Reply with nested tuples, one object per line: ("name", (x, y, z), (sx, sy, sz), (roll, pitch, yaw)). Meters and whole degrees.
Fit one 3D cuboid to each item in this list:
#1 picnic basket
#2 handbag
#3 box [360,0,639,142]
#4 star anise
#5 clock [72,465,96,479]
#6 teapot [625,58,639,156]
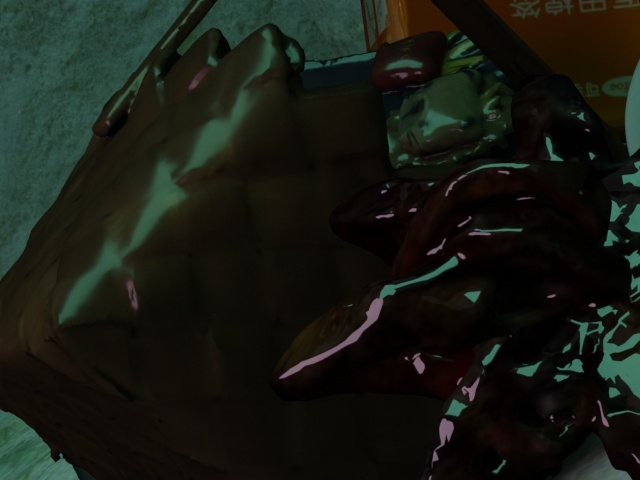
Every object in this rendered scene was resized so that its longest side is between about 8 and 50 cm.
("picnic basket", (0.000, 0.000, 0.870), (0.321, 0.254, 0.291), (-52, 14, -21))
("handbag", (-0.005, -0.021, 1.164), (0.329, 0.122, 0.303), (-14, 32, 16))
("box", (0.145, -0.234, 1.391), (0.225, 0.341, 0.143), (-7, -6, -11))
("star anise", (0.104, 0.006, 0.634), (0.272, 0.102, 0.272), (-9, 47, 10))
("clock", (-0.040, 0.068, 1.377), (0.386, 0.076, 0.386), (-31, 7, 4))
("teapot", (0.225, -0.037, 0.786), (0.232, 0.159, 0.159), (-42, 7, 0))
